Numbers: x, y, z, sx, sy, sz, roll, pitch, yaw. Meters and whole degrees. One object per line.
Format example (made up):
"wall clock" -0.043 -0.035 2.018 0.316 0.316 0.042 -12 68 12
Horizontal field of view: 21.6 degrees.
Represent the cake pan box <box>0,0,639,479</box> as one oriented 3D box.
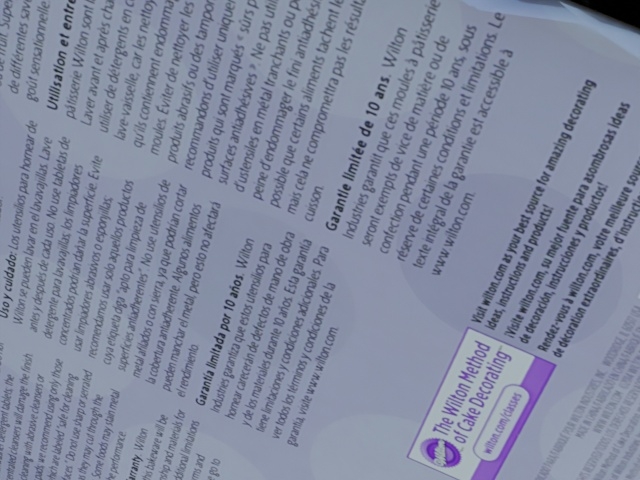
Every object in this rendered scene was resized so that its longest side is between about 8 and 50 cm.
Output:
"cake pan box" 0.000 0.000 0.428 0.245 0.070 0.267 21 136 4
